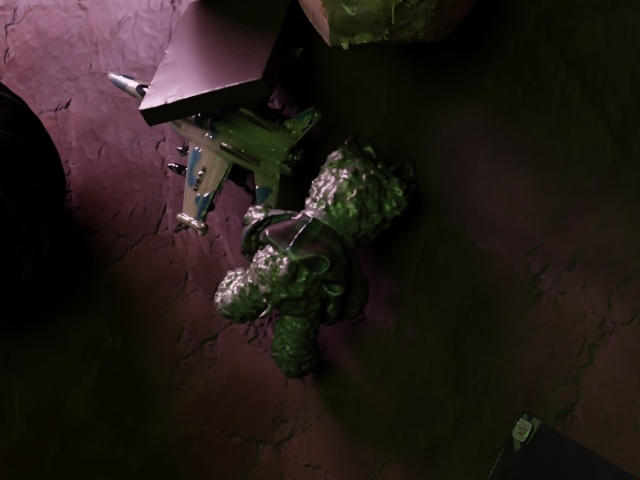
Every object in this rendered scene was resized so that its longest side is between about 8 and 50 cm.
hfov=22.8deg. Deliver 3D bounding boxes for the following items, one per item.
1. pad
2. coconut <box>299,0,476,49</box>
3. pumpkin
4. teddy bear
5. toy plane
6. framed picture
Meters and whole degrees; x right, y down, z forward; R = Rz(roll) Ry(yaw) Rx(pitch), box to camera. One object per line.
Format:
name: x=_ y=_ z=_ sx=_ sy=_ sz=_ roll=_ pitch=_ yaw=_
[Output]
pad: x=0.200 y=0.222 z=1.201 sx=0.193 sy=0.004 sz=0.116 roll=31 pitch=96 yaw=36
coconut: x=0.057 y=-0.250 z=1.332 sx=0.194 sy=0.194 sz=0.194 roll=-11 pitch=71 yaw=33
pumpkin: x=-0.385 y=-0.015 z=1.552 sx=0.296 sy=0.296 sz=0.295 roll=-11 pitch=71 yaw=33
teddy bear: x=-0.009 y=0.006 z=1.334 sx=0.133 sy=0.111 sz=0.213 roll=37 pitch=99 yaw=11
toy plane: x=-0.106 y=-0.111 z=1.470 sx=0.262 sy=0.088 sz=0.192 roll=27 pitch=88 yaw=47
framed picture: x=-0.084 y=-0.176 z=1.440 sx=0.128 sy=0.023 sz=0.168 roll=-12 pitch=38 yaw=25
